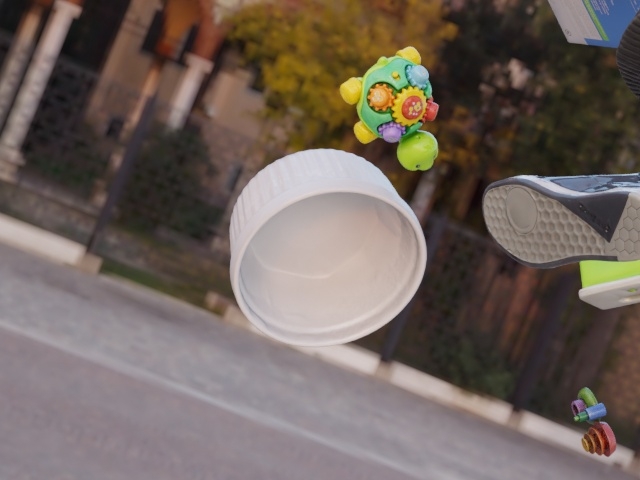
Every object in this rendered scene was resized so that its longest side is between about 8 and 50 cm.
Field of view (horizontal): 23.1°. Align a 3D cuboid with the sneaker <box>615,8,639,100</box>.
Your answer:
[{"bbox_3d":[0.359,-0.170,1.405,0.122,0.146,0.330,24,-9,26],"label":"sneaker"}]

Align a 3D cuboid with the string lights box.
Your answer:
[{"bbox_3d":[0.342,-0.266,1.628,0.260,0.077,0.133,19,-33,54],"label":"string lights box"}]

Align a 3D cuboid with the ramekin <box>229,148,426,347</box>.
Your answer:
[{"bbox_3d":[0.000,0.000,1.658,0.207,0.207,0.109,21,28,-28],"label":"ramekin"}]

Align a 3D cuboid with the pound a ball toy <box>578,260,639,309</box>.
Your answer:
[{"bbox_3d":[0.463,-0.050,1.871,0.319,0.208,0.136,-15,-19,30],"label":"pound a ball toy"}]

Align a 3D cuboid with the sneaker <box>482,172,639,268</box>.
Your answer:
[{"bbox_3d":[0.272,-0.029,1.438,0.163,0.086,0.226,-15,15,-36],"label":"sneaker"}]

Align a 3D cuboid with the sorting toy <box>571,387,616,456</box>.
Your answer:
[{"bbox_3d":[0.352,0.241,2.069,0.061,0.042,0.102,87,-18,-50],"label":"sorting toy"}]

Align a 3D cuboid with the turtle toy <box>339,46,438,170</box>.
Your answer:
[{"bbox_3d":[0.084,-0.131,1.612,0.066,0.095,0.130,34,-29,54],"label":"turtle toy"}]
